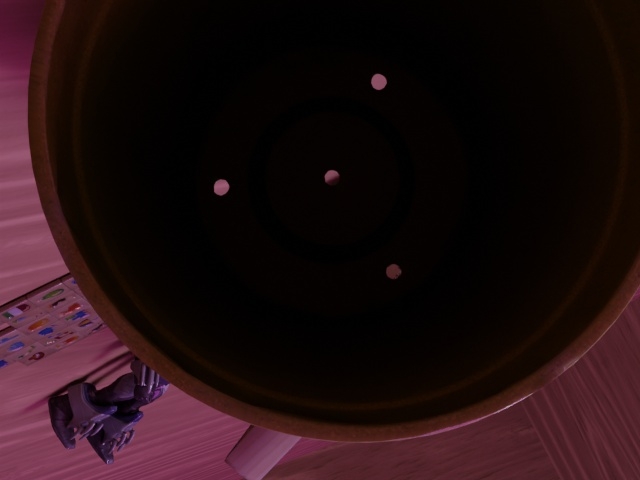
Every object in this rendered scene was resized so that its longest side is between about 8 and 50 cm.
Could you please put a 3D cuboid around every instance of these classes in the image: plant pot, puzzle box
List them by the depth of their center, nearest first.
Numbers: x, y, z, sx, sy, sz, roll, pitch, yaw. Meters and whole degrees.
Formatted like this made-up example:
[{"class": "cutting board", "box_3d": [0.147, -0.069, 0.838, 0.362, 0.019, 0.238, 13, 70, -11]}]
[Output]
[{"class": "plant pot", "box_3d": [0.015, -0.059, 0.903, 0.366, 0.367, 0.353, -25, 177, -4]}, {"class": "puzzle box", "box_3d": [0.050, 0.090, 1.591, 0.409, 0.052, 0.272, -51, 178, -36]}]

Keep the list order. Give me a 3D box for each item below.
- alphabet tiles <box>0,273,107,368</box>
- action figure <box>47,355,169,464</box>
[{"class": "alphabet tiles", "box_3d": [-0.310, 0.095, 1.473, 0.198, 0.009, 0.237, -26, 166, -2]}, {"class": "action figure", "box_3d": [-0.225, 0.189, 1.779, 0.285, 0.099, 0.185, -36, 154, 20]}]
